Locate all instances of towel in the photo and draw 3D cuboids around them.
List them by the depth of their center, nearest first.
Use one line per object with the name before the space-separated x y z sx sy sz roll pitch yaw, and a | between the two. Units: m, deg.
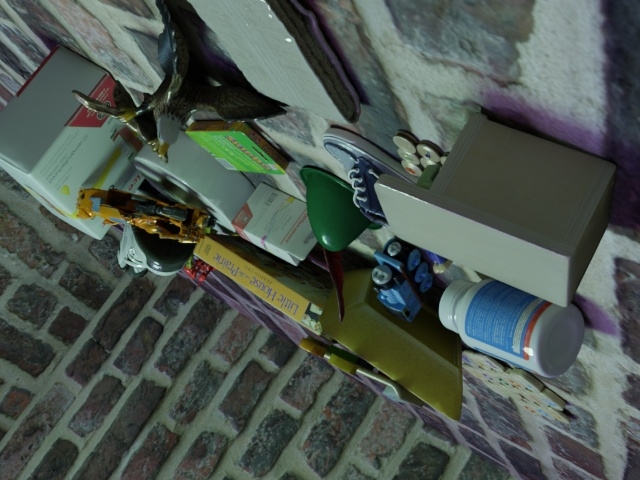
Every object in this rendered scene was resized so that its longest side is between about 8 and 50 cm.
towel | -0.069 -0.260 1.066 0.187 0.049 0.282 27 166 35

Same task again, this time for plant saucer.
plant saucer | 0.172 0.183 1.728 0.333 0.081 0.333 35 -162 -2

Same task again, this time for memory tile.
memory tile | 0.168 -0.094 1.143 0.148 0.012 0.113 30 166 22

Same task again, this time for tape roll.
tape roll | -0.281 -0.135 1.899 0.286 0.100 0.286 32 167 8

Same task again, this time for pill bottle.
pill bottle | 0.302 0.131 1.363 0.221 0.124 0.124 19 160 49

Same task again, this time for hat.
hat | 0.000 0.000 1.502 0.208 0.183 0.173 32 166 10

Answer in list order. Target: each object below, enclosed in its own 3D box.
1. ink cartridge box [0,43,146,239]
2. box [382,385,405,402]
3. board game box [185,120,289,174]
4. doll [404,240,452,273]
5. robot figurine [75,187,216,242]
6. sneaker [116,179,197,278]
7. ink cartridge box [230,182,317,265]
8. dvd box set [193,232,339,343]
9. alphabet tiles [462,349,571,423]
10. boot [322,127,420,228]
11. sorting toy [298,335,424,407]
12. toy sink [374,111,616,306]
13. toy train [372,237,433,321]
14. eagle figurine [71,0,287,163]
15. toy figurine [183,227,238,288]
ink cartridge box | -0.546 -0.208 1.905 0.160 0.279 0.384 29 166 17
box | 0.229 0.292 1.960 0.038 0.186 0.145 38 167 -5
board game box | -0.158 -0.177 1.594 0.124 0.039 0.259 41 168 -28
doll | 0.140 -0.023 1.382 0.189 0.046 0.129 41 176 -1
robot figurine | -0.377 -0.055 1.850 0.291 0.085 0.211 12 179 21
sneaker | -0.414 0.020 2.122 0.169 0.257 0.447 5 -152 -19
ink cartridge box | -0.071 -0.027 1.730 0.198 0.115 0.067 27 164 31
dvd box set | -0.046 0.105 1.923 0.420 0.062 0.307 30 -167 31
alphabet tiles | 0.442 0.332 1.945 0.278 0.021 0.284 38 166 -12
boot | 0.067 -0.089 1.241 0.190 0.086 0.069 31 166 14
sorting toy | 0.081 0.249 1.669 0.229 0.041 0.307 26 174 25
toy sink | 0.203 -0.046 0.969 0.234 0.131 0.153 23 163 24
toy train | 0.149 0.074 1.570 0.080 0.105 0.184 26 164 32
eagle figurine | -0.210 -0.229 1.312 0.226 0.225 0.298 -6 164 -44
toy figurine | -0.375 -0.038 2.305 0.217 0.191 0.362 37 166 10
